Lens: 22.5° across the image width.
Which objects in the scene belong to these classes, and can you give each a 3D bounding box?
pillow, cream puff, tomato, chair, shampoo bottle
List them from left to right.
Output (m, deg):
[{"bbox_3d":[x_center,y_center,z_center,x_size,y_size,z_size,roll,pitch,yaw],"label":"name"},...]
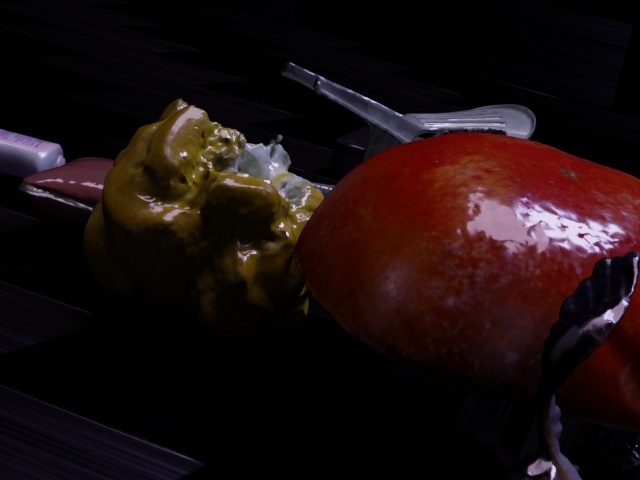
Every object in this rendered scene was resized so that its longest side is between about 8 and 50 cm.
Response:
[{"bbox_3d":[-0.320,-0.090,1.711,0.099,0.043,0.072,15,14,5],"label":"shampoo bottle"},{"bbox_3d":[-0.183,-0.032,1.527,0.179,0.075,0.171,15,13,6],"label":"pillow"},{"bbox_3d":[-0.083,0.002,1.313,0.194,0.195,0.221,20,3,28],"label":"cream puff"},{"bbox_3d":[0.081,-0.098,1.804,0.274,0.191,0.203,16,10,-22],"label":"chair"},{"bbox_3d":[0.156,0.009,1.169,0.338,0.144,0.338,15,18,-5],"label":"tomato"}]

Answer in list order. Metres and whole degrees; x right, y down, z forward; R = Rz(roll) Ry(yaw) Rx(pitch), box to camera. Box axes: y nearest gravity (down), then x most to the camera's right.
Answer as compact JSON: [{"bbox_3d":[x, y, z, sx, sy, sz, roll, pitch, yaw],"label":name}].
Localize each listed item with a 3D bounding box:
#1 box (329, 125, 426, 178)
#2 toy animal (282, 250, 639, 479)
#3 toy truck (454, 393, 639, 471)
[{"bbox_3d":[0.199,-0.079,2.137,0.350,0.058,0.211,16,13,13],"label":"box"},{"bbox_3d":[0.137,0.141,0.954,0.160,0.272,0.197,43,2,-26],"label":"toy animal"},{"bbox_3d":[0.189,0.126,1.221,0.115,0.080,0.177,32,19,30],"label":"toy truck"}]
